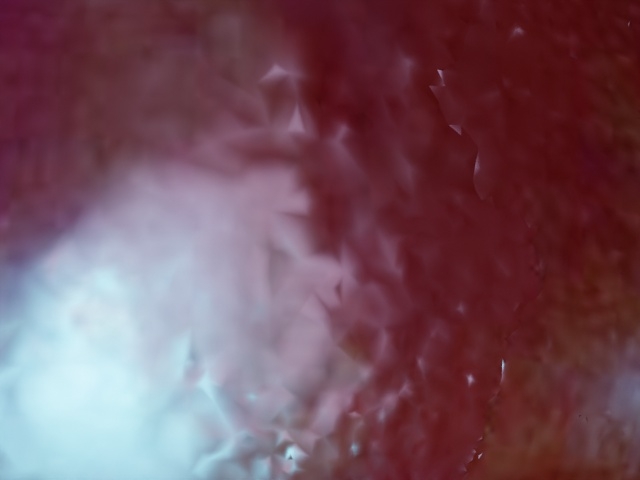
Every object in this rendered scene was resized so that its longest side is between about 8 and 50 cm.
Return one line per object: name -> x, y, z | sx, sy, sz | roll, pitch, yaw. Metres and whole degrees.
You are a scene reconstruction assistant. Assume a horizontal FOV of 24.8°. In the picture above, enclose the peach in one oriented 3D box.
peach -> 0.000, 0.000, 0.503 | 0.416, 0.339, 0.353 | -43, 103, -27
